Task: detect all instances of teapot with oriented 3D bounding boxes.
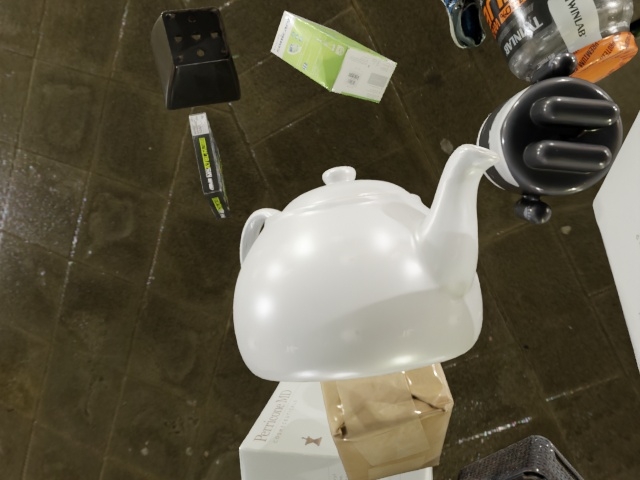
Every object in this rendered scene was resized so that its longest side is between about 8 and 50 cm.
[{"bbox_3d":[0.025,0.022,0.473,0.255,0.252,0.187,-9,85,2],"label":"teapot"}]

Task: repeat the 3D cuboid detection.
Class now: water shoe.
[{"bbox_3d":[0.293,-0.499,0.979,0.073,0.080,0.203,-30,115,-1],"label":"water shoe"}]

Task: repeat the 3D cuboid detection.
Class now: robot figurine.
[{"bbox_3d":[0.349,-0.154,0.745,0.173,0.278,0.209,45,99,0],"label":"robot figurine"}]

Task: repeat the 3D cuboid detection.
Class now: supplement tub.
[{"bbox_3d":[0.399,-0.437,0.844,0.207,0.207,0.338,-24,82,16],"label":"supplement tub"}]

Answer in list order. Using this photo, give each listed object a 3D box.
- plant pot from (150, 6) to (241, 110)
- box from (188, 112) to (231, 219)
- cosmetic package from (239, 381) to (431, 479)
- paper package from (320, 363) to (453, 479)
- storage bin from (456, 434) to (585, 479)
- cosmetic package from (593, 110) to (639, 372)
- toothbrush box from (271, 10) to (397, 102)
[{"bbox_3d":[-0.291,-0.436,1.115,0.188,0.167,0.188,-13,86,-15],"label":"plant pot"},{"bbox_3d":[-0.252,-0.165,1.101,0.045,0.184,0.191,-12,77,-9],"label":"box"},{"bbox_3d":[0.061,0.550,1.115,0.393,0.329,0.328,-2,100,12],"label":"cosmetic package"},{"bbox_3d":[0.083,0.208,0.799,0.168,0.325,0.310,-14,51,-1],"label":"paper package"},{"bbox_3d":[0.302,0.400,0.730,0.122,0.084,0.180,49,123,7],"label":"storage bin"},{"bbox_3d":[0.343,0.007,0.184,0.365,0.155,0.197,-3,61,12],"label":"cosmetic package"},{"bbox_3d":[0.034,-0.508,1.324,0.283,0.206,0.122,45,122,32],"label":"toothbrush box"}]
